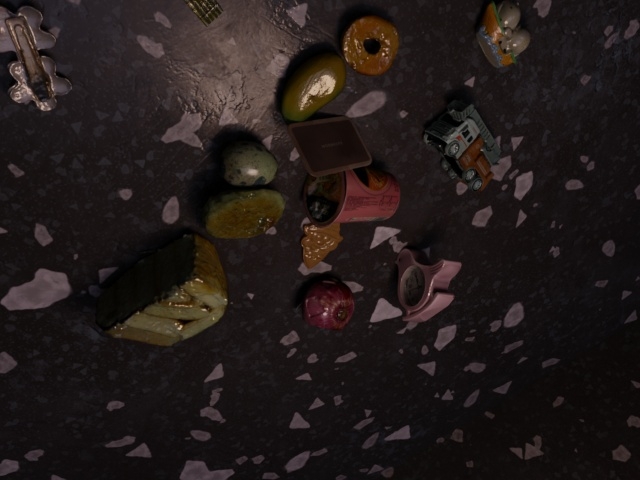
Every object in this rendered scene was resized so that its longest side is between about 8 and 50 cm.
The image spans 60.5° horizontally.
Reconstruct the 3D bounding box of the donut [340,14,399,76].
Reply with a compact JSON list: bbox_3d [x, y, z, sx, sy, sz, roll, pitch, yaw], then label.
[{"bbox_3d":[0.133,-0.556,1.555,0.179,0.065,0.162,20,110,-32],"label":"donut"}]

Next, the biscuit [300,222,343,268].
[{"bbox_3d":[0.000,0.000,1.931,0.163,0.035,0.250,9,122,-24],"label":"biscuit"}]

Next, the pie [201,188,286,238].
[{"bbox_3d":[-0.236,-0.089,1.676,0.277,0.078,0.277,-16,155,-8],"label":"pie"}]

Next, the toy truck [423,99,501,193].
[{"bbox_3d":[0.483,-0.323,1.837,0.184,0.133,0.338,-47,132,1],"label":"toy truck"}]

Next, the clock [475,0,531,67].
[{"bbox_3d":[0.555,-0.627,1.658,0.144,0.103,0.231,-41,132,7],"label":"clock"}]

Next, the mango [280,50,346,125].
[{"bbox_3d":[-0.027,-0.433,1.559,0.237,0.091,0.137,-37,126,7],"label":"mango"}]

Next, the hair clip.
[{"bbox_3d":[-0.688,-0.425,1.297,0.146,0.075,0.256,-16,123,-15],"label":"hair clip"}]

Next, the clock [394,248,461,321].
[{"bbox_3d":[0.386,0.129,1.999,0.080,0.275,0.290,9,148,-27],"label":"clock"}]

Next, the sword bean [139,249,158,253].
[{"bbox_3d":[-0.529,0.035,1.737,0.083,0.012,0.012,-4,126,-19],"label":"sword bean"}]

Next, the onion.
[{"bbox_3d":[0.034,0.229,2.023,0.208,0.200,0.200,19,115,-19],"label":"onion"}]

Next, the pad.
[{"bbox_3d":[0.033,-0.281,1.612,0.266,0.176,0.002,-19,169,-40],"label":"pad"}]

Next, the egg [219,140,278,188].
[{"bbox_3d":[-0.206,-0.219,1.605,0.182,0.141,0.141,4,123,-33],"label":"egg"}]

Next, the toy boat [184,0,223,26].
[{"bbox_3d":[-0.300,-0.597,1.367,0.063,0.016,0.115,-39,130,8],"label":"toy boat"}]

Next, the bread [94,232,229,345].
[{"bbox_3d":[-0.469,0.192,1.729,0.395,0.239,0.264,-32,134,8],"label":"bread"}]

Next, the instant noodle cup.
[{"bbox_3d":[0.109,-0.151,1.757,0.255,0.244,0.243,1,124,-34],"label":"instant noodle cup"}]
